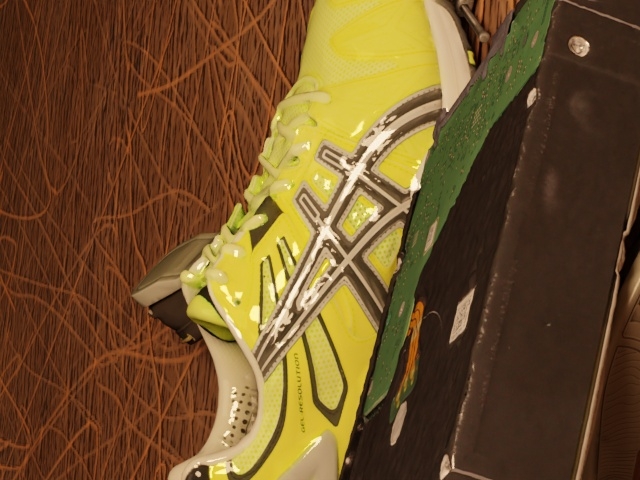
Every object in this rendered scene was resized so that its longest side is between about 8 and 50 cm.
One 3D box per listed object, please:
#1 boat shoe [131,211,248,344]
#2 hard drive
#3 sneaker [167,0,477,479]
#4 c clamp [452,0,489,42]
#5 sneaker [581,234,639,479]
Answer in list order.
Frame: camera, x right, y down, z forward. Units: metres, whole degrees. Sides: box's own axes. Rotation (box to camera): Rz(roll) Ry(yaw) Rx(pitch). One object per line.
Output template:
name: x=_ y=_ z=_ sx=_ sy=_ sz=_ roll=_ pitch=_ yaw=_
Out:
boat shoe: x=-0.058 y=0.027 z=1.292 sx=0.081 sy=0.068 sz=0.228 roll=-49 pitch=15 yaw=-28
hard drive: x=0.076 y=0.049 z=0.851 sx=0.237 sy=0.064 sz=0.339 roll=123 pitch=163 yaw=-64
sneaker: x=0.000 y=0.000 z=1.068 sx=0.145 sy=0.147 sz=0.384 roll=165 pitch=111 yaw=-68
c clamp: x=0.103 y=-0.213 z=1.075 sx=0.137 sy=0.022 sz=0.160 roll=-126 pitch=47 yaw=-63
sneaker: x=0.131 y=0.078 z=0.844 sx=0.118 sy=0.083 sz=0.222 roll=-140 pitch=61 yaw=-62
